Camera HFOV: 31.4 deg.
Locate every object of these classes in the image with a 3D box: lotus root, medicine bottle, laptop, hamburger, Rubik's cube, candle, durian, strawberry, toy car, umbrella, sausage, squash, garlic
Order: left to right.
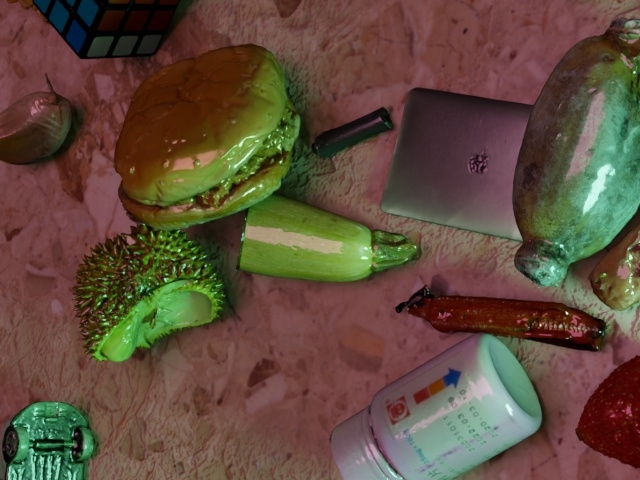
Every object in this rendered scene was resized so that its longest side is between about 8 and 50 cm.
[{"bbox_3d":[-0.481,-0.200,1.904,0.198,0.128,0.090,-25,56,26],"label":"garlic"},{"bbox_3d":[-0.456,0.409,1.814,0.125,0.136,0.305,-8,78,49],"label":"toy car"},{"bbox_3d":[-0.334,-0.399,1.814,0.162,0.163,0.160,47,125,22],"label":"Rubik's cube"},{"bbox_3d":[-0.266,0.070,1.711,0.237,0.200,0.176,-30,78,27],"label":"durian"},{"bbox_3d":[-0.177,-0.149,1.658,0.319,0.158,0.318,-19,38,15],"label":"hamburger"},{"bbox_3d":[-0.009,0.011,1.626,0.288,0.137,0.137,17,92,27],"label":"squash"},{"bbox_3d":[0.045,-0.158,1.671,0.133,0.031,0.036,-21,48,25],"label":"umbrella"},{"bbox_3d":[0.149,0.241,1.494,0.254,0.152,0.152,-35,68,21],"label":"medicine bottle"},{"bbox_3d":[0.221,-0.105,1.577,0.269,0.015,0.187,13,90,29],"label":"laptop"},{"bbox_3d":[0.233,0.104,1.520,0.302,0.084,0.059,4,54,35],"label":"candle"},{"bbox_3d":[0.334,-0.107,1.431,0.175,0.175,0.349,27,99,28],"label":"lotus root"},{"bbox_3d":[0.395,0.212,1.414,0.187,0.082,0.146,-24,66,29],"label":"strawberry"},{"bbox_3d":[0.454,-0.046,1.409,0.326,0.079,0.087,-53,38,13],"label":"sausage"}]

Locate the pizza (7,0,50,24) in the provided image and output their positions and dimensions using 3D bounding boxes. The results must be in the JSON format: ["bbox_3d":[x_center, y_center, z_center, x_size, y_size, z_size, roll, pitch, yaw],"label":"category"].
[{"bbox_3d":[-0.496,-0.526,1.991,0.288,0.074,0.251,28,94,27],"label":"pizza"}]
